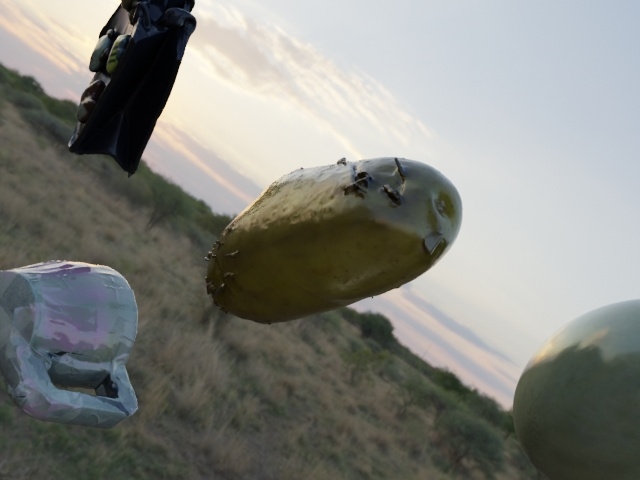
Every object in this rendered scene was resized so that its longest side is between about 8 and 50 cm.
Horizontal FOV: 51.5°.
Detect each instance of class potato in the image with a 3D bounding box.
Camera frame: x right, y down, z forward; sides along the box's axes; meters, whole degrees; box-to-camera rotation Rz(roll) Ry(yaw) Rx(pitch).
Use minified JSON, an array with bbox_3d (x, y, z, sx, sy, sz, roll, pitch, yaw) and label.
[{"bbox_3d":[0.000,0.000,0.674,0.300,0.173,0.140,-20,-59,40],"label":"potato"}]

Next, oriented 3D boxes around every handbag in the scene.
[{"bbox_3d":[-0.298,-0.315,1.086,0.121,0.304,0.329,18,-39,-25],"label":"handbag"}]

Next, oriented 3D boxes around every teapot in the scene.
[{"bbox_3d":[-0.343,0.132,0.837,0.163,0.222,0.178,-13,-15,26],"label":"teapot"}]

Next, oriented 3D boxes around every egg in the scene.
[{"bbox_3d":[0.299,0.152,0.624,0.186,0.187,0.253,36,-46,-14],"label":"egg"}]
